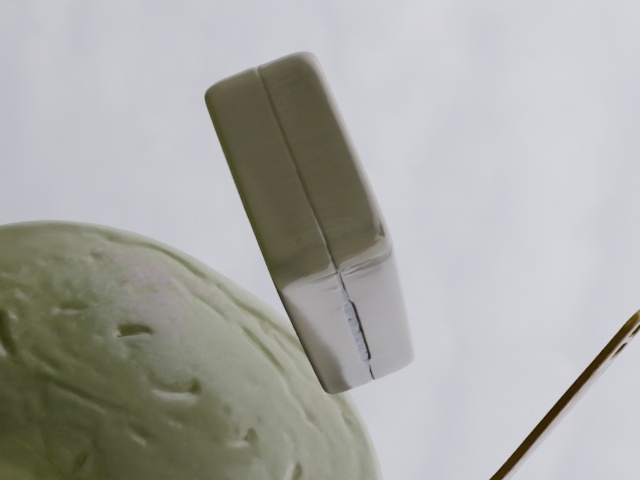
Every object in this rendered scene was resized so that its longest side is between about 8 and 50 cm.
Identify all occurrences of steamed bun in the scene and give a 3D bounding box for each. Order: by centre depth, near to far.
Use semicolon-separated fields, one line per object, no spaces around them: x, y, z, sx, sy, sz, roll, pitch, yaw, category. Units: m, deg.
-0.157;0.176;1.575;0.456;0.290;0.371;32;-31;5;steamed bun

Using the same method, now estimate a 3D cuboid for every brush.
0.147;0.147;1.270;0.013;0.103;0.272;44;-74;16;brush

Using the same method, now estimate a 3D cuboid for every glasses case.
0.000;0.000;1.192;0.336;0.076;0.144;71;-3;-72;glasses case
